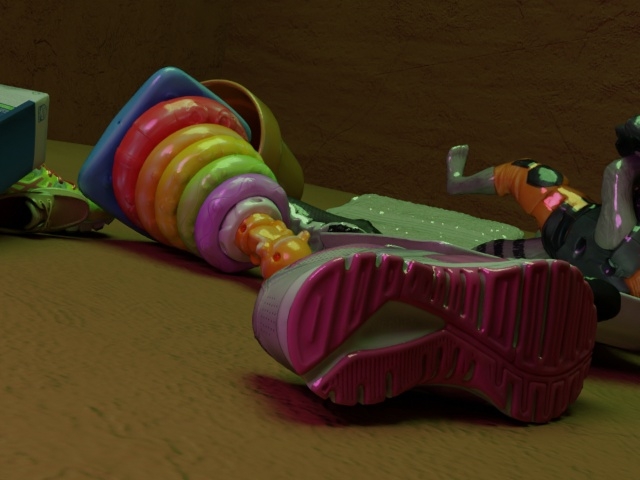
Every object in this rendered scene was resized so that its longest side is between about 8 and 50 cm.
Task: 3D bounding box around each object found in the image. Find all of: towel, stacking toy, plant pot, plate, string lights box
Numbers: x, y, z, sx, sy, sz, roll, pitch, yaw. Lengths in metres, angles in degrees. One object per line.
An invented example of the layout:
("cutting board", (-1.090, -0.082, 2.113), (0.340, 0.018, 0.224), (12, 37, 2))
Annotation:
("towel", (0.128, -0.010, 1.359), (0.282, 0.049, 0.187), (14, 23, 30))
("stacking toy", (-0.094, -0.034, 0.976), (0.165, 0.175, 0.302), (37, 0, -45))
("plant pot", (-0.123, -0.102, 1.412), (0.205, 0.205, 0.188), (14, -10, 31))
("plate", (0.161, 0.048, 0.877), (0.277, 0.045, 0.278), (15, -2, -20))
("string lights box", (-0.351, -0.078, 0.841), (0.133, 0.077, 0.260), (12, 23, 4))

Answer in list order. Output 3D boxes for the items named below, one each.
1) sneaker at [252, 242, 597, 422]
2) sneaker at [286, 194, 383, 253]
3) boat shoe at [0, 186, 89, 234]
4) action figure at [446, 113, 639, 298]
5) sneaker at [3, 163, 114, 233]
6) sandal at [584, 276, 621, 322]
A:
("sneaker", (0.067, 0.047, 0.596), (0.252, 0.103, 0.111), (12, 0, -33))
("sneaker", (0.000, 0.000, 1.120), (0.106, 0.078, 0.234), (9, 9, -46))
("boat shoe", (-0.293, -0.026, 0.970), (0.135, 0.050, 0.045), (-5, 17, -33))
("action figure", (0.313, 0.029, 1.048), (0.341, 0.178, 0.330), (52, -14, -28))
("sneaker", (-0.311, -0.061, 1.032), (0.208, 0.094, 0.081), (9, 4, -35))
("sandal", (0.129, 0.047, 0.706), (0.179, 0.040, 0.067), (-15, -35, 30))
